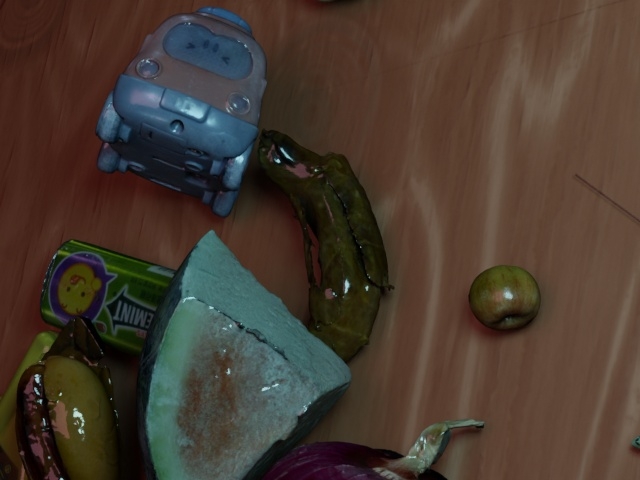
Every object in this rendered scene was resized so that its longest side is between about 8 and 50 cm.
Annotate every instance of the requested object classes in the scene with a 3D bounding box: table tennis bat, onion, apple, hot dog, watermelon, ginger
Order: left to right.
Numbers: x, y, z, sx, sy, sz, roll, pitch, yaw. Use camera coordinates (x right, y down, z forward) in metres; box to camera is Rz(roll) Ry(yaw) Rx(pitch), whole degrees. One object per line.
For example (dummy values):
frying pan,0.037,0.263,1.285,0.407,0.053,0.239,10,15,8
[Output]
table tennis bat,-0.476,0.289,1.900,0.224,0.054,0.368,42,103,34
hot dog,-0.329,0.273,1.721,0.194,0.107,0.326,-44,64,34
watermelon,-0.089,0.178,1.537,0.258,0.228,0.387,1,87,-6
ginger,0.014,0.000,1.638,0.133,0.107,0.309,-16,71,15
onion,0.025,0.336,1.457,0.256,0.230,0.272,-5,80,32
apple,0.214,0.065,1.507,0.084,0.084,0.071,-21,57,26

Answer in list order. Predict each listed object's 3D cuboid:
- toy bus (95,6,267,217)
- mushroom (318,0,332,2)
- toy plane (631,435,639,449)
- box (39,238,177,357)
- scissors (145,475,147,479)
toy bus,-0.167,-0.184,1.716,0.197,0.294,0.232,21,73,-2
mushroom,0.028,-0.394,1.746,0.154,0.122,0.154,-5,78,27
toy plane,0.373,0.216,1.385,0.083,0.033,0.080,-9,71,38
box,-0.230,0.098,1.772,0.345,0.097,0.134,16,87,35
scissors,-0.149,0.334,1.689,0.160,0.024,0.317,-40,58,16
